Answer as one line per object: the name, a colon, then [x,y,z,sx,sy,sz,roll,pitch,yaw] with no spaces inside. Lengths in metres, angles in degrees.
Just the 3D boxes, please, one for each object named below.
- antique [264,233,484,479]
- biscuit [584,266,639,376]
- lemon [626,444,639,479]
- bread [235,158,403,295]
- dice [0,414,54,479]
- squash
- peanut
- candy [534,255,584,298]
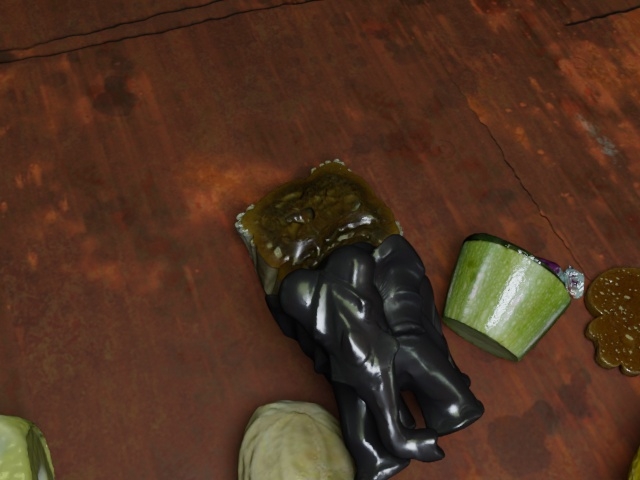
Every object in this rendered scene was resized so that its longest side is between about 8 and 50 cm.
antique: [0.064,0.122,1.002,0.185,0.322,0.255,-24,93,9]
biscuit: [0.437,0.113,1.209,0.124,0.026,0.175,19,58,10]
lemon: [0.495,0.297,0.927,0.336,0.336,0.336,1,57,-2]
bread: [0.002,-0.002,1.210,0.210,0.109,0.192,-30,62,-20]
dice: [-0.394,0.307,0.954,0.169,0.166,0.169,-12,58,-12]
squash: [0.244,0.084,1.148,0.170,0.170,0.122,28,79,15]
peanut: [-0.013,0.330,0.974,0.152,0.152,0.313,-5,59,-7]
candy: [0.304,0.043,1.239,0.175,0.045,0.043,17,24,9]
